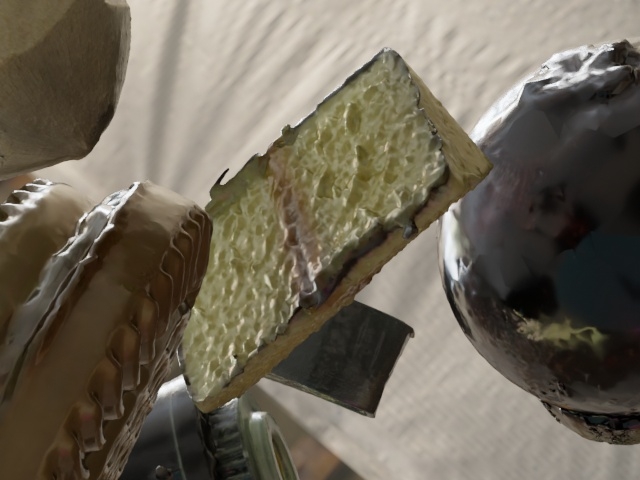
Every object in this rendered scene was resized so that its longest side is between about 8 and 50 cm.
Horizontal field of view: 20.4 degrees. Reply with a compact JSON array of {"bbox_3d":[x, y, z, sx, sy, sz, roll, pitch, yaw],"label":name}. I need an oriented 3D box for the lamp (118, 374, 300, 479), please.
[{"bbox_3d":[-0.152,0.229,1.460,0.272,0.374,0.205,-23,-97,25],"label":"lamp"}]

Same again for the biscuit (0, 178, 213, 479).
[{"bbox_3d":[-0.120,0.089,0.610,0.259,0.079,0.259,-63,-179,1],"label":"biscuit"}]

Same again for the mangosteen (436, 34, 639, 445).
[{"bbox_3d":[0.322,0.009,1.642,0.381,0.421,0.381,-46,-177,3],"label":"mangosteen"}]

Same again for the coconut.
[{"bbox_3d":[-0.184,-0.111,1.005,0.162,0.161,0.161,35,-98,12],"label":"coconut"}]

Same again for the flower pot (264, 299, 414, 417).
[{"bbox_3d":[-0.020,0.106,1.930,0.229,0.103,0.108,20,-99,18],"label":"flower pot"}]

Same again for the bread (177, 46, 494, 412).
[{"bbox_3d":[0.000,0.000,1.282,0.266,0.142,0.178,-39,-125,17],"label":"bread"}]
